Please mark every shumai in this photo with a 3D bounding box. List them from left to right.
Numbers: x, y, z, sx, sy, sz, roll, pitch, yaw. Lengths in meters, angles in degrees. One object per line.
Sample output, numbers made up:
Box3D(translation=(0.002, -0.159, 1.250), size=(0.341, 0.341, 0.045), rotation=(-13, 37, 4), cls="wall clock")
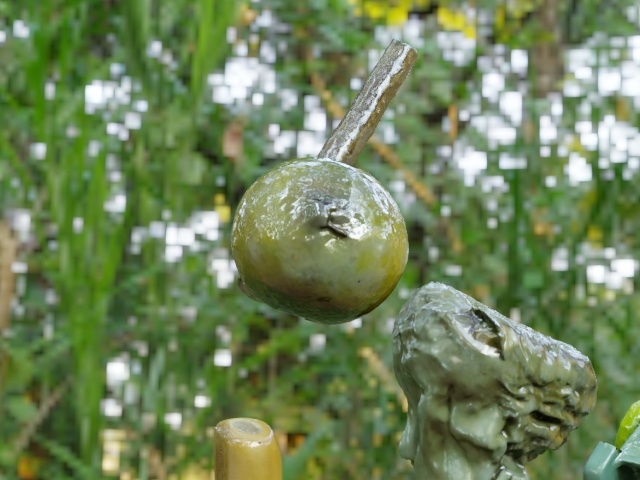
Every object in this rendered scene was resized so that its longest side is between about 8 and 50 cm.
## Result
Box3D(translation=(0.160, 0.172, 2.018), size=(0.256, 0.218, 0.189), rotation=(23, -4, -44), cls="shumai")

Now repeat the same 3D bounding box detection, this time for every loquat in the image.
Box3D(translation=(0.000, 0.000, 1.650), size=(0.152, 0.152, 0.195), rotation=(1, -8, 0), cls="loquat")

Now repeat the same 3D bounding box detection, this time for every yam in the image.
Box3D(translation=(0.014, -0.075, 1.967), size=(0.045, 0.327, 0.045), rotation=(42, -27, -21), cls="yam")

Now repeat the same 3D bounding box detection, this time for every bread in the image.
Box3D(translation=(-0.053, 0.187, 1.463), size=(0.049, 0.103, 0.062), rotation=(-6, 12, -19), cls="bread")

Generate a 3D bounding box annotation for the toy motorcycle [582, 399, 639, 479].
Box3D(translation=(0.402, 0.327, 1.984), size=(0.191, 0.200, 0.326), rotation=(18, -36, 46), cls="toy motorcycle")
